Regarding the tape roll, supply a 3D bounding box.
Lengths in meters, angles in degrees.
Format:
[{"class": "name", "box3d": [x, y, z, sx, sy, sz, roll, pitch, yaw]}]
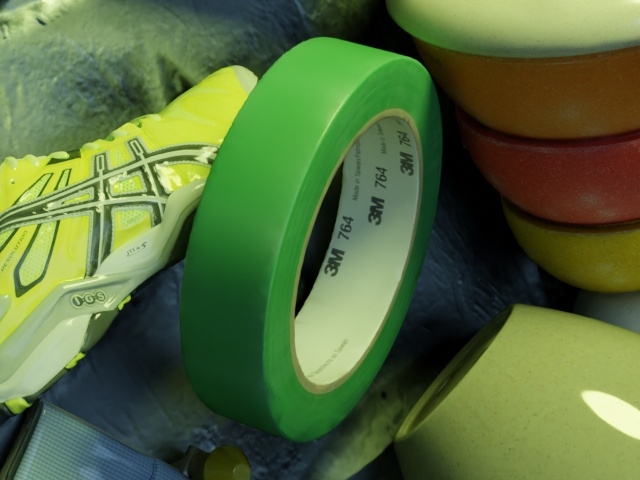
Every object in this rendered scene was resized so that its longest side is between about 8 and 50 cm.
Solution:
[{"class": "tape roll", "box3d": [0.000, 0.000, 1.364, 0.321, 0.077, 0.321, -49, 148, -45]}]

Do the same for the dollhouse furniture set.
[{"class": "dollhouse furniture set", "box3d": [-0.194, 0.246, 1.260, 0.286, 0.198, 0.303, 35, 71, -29]}]

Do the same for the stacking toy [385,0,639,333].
[{"class": "stacking toy", "box3d": [0.264, -0.076, 1.553, 0.350, 0.350, 0.480, -32, 125, -30]}]

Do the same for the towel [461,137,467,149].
[{"class": "towel", "box3d": [0.173, -0.103, 1.624, 0.060, 0.009, 0.083, 47, 65, -23]}]

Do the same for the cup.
[{"class": "cup", "box3d": [0.206, 0.193, 1.492, 0.237, 0.331, 0.331, 42, 65, 0]}]

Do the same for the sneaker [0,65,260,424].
[{"class": "sneaker", "box3d": [-0.179, -0.027, 1.311, 0.147, 0.145, 0.385, 49, 58, -12]}]
